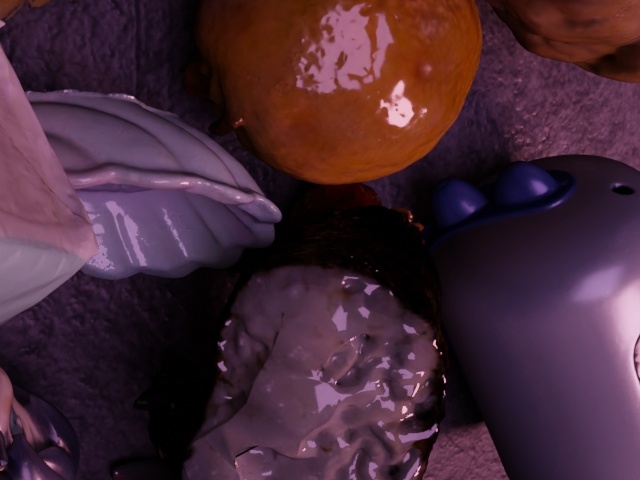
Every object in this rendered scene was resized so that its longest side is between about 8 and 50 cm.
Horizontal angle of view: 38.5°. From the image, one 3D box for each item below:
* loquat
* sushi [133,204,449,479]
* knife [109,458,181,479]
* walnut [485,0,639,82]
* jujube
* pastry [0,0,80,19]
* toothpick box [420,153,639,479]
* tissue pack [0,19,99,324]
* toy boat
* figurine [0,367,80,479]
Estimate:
[{"bbox_3d":[0.017,-0.156,0.704,0.238,0.193,0.238,-14,119,-27],"label":"loquat"},{"bbox_3d":[-0.021,0.139,0.748,0.234,0.207,0.348,16,112,0],"label":"sushi"},{"bbox_3d":[-0.083,0.218,0.870,0.247,0.018,0.035,9,97,-35],"label":"knife"},{"bbox_3d":[0.262,-0.276,0.768,0.296,0.285,0.285,-3,107,-23],"label":"walnut"},{"bbox_3d":[0.000,0.000,0.816,0.077,0.077,0.129,30,100,-33],"label":"jujube"},{"bbox_3d":[-0.194,-0.268,0.501,0.136,0.329,0.329,34,86,7],"label":"pastry"},{"bbox_3d":[0.229,0.076,0.886,0.263,0.263,0.354,-35,119,-16],"label":"toothpick box"},{"bbox_3d":[-0.321,0.008,0.402,0.357,0.266,0.193,-29,76,8],"label":"tissue pack"},{"bbox_3d":[-0.174,-0.038,0.658,0.290,0.199,0.100,1,68,-26],"label":"toy boat"},{"bbox_3d":[-0.283,0.128,0.629,0.197,0.175,0.265,-32,120,13],"label":"figurine"}]
